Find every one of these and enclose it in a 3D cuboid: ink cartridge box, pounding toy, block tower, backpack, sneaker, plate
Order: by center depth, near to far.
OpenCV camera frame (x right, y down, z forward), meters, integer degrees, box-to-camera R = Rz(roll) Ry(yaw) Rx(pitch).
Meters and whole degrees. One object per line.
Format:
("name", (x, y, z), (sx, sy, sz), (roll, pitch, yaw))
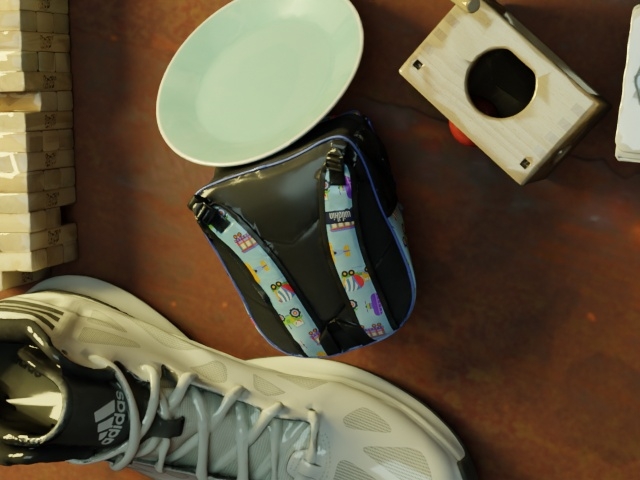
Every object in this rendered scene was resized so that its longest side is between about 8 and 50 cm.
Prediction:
("ink cartridge box", (0.259, -0.111, 1.021), (0.063, 0.150, 0.109), (7, 97, 16))
("pounding toy", (0.105, -0.137, 1.048), (0.206, 0.181, 0.094), (44, 105, 9))
("sneaker", (-0.106, 0.165, 1.095), (0.448, 0.257, 0.169), (20, 100, 14))
("backpack", (0.000, 0.000, 1.124), (0.158, 0.117, 0.173), (-21, 107, 17))
("plate", (-0.047, -0.132, 1.132), (0.188, 0.024, 0.188), (-15, 51, 19))
("block tower", (-0.275, -0.128, 1.208), (0.091, 0.097, 0.335), (0, 96, 16))
